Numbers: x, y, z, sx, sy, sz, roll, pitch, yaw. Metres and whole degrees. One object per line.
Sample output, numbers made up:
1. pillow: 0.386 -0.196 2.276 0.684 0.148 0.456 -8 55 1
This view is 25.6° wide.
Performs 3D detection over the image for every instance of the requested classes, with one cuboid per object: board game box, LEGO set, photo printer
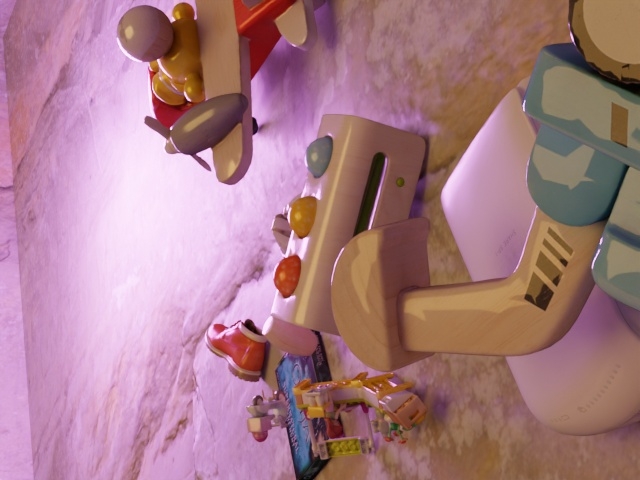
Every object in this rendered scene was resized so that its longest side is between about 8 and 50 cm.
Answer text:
1. board game box: -0.018 0.234 2.016 0.126 0.026 0.186 123 143 -46
2. LEGO set: 0.047 0.236 1.794 0.287 0.132 0.107 -5 98 42
3. photo printer: 0.237 0.027 1.335 0.256 0.107 0.307 119 133 -62

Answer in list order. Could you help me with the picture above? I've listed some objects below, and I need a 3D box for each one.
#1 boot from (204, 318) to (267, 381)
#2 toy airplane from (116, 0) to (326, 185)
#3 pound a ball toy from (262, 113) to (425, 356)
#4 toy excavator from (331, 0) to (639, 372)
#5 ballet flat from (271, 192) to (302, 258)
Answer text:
1. boot: -0.131 0.155 2.240 0.158 0.059 0.084 35 114 52
2. toy airplane: -0.169 -0.310 2.140 0.386 0.273 0.384 -137 56 -59
3. pound a ball toy: 0.000 0.000 1.837 0.208 0.136 0.319 14 88 67
4. toy excavator: 0.230 -0.025 1.103 0.433 0.222 0.445 29 114 30
5. ballet flat: -0.022 -0.026 2.004 0.221 0.079 0.076 128 150 -50
